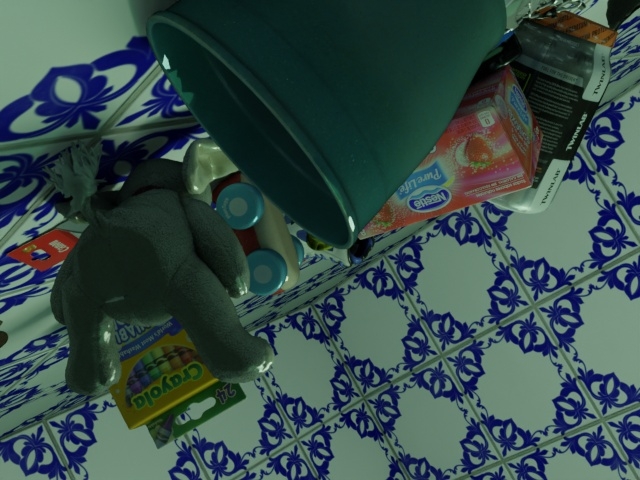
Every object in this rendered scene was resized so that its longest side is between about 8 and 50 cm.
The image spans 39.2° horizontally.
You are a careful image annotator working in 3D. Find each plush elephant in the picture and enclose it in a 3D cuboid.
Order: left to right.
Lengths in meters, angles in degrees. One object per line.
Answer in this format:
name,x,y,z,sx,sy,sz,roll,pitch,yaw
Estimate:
plush elephant,-0.202,0.003,1.131,0.271,0.330,0.255,-14,-164,20

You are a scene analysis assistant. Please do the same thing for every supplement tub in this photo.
supplement tub,0.347,-0.219,1.472,0.193,0.193,0.316,-16,132,-58

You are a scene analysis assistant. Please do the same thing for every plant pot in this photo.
plant pot,0.024,-0.177,0.837,0.255,0.272,0.272,-43,174,-11

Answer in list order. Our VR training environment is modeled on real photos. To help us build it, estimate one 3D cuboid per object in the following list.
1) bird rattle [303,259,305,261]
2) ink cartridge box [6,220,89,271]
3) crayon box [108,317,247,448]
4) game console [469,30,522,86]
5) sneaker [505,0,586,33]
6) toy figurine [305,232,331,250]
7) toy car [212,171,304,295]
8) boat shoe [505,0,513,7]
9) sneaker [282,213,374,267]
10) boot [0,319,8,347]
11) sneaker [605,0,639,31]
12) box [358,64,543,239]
bird rattle,0.039,-0.051,2.045,0.207,0.143,0.253,-44,-176,-33
ink cartridge box,-0.326,0.000,1.331,0.224,0.056,0.181,-31,172,-6
crayon box,-0.302,0.197,1.643,0.203,0.323,0.083,-31,172,6
game console,0.122,-0.275,1.305,0.293,0.173,0.250,-30,-157,5
sneaker,0.279,-0.312,1.113,0.281,0.115,0.105,-41,-161,21
toy figurine,0.076,-0.167,1.584,0.362,0.191,0.217,-32,143,3
toy car,-0.171,0.011,1.493,0.237,0.210,0.219,-18,-175,10
boat shoe,0.092,-0.268,1.055,0.302,0.109,0.094,-21,-173,10
sneaker,0.001,-0.001,1.832,0.315,0.182,0.127,-46,173,40
boot,-0.561,0.156,1.530,0.106,0.037,0.114,-23,165,-50
sneaker,0.560,-0.445,1.554,0.170,0.089,0.051,-32,171,19
box,0.168,-0.133,1.369,0.299,0.142,0.154,-18,-153,31
